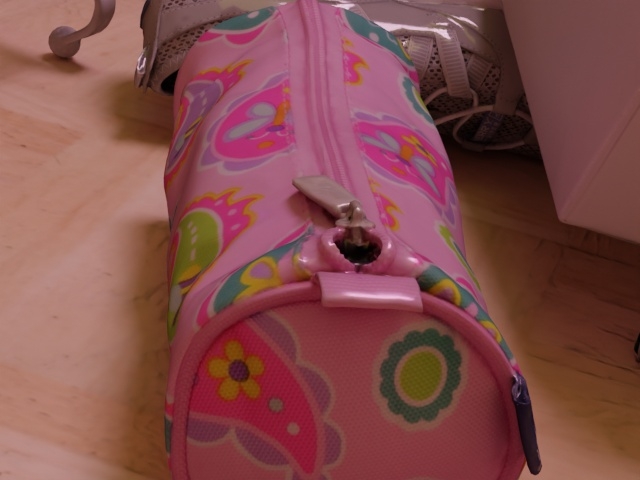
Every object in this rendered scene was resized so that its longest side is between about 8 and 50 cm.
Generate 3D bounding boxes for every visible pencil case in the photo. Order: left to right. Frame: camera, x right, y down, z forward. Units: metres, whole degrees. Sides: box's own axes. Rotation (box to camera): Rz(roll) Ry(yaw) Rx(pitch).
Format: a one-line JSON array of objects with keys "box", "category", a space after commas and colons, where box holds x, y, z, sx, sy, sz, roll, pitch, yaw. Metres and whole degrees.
[{"box": [0.000, 0.000, 0.551, 0.124, 0.124, 0.284, 7, 25, -7], "category": "pencil case"}]

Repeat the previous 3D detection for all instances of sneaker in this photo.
[{"box": [0.032, -0.079, 0.786, 0.281, 0.105, 0.115, 15, 60, 0], "category": "sneaker"}]

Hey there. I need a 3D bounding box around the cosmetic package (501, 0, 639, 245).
[{"box": [0.201, -0.147, 0.717, 0.196, 0.155, 0.366, 15, 36, -17], "category": "cosmetic package"}]

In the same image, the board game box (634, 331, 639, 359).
[{"box": [0.273, 0.080, 0.598, 0.259, 0.030, 0.136, 5, 24, -12], "category": "board game box"}]

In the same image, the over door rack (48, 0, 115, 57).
[{"box": [-0.291, -0.195, 0.761, 0.324, 0.108, 0.239, 49, 35, 5], "category": "over door rack"}]
